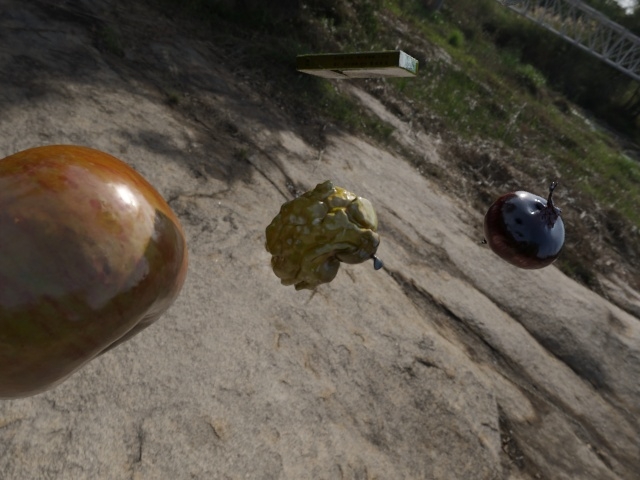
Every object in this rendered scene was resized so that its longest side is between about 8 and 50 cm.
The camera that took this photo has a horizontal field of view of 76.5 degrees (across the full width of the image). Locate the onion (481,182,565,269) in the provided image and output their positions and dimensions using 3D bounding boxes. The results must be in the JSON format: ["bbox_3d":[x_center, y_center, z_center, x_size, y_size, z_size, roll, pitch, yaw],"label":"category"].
[{"bbox_3d":[0.671,-0.046,1.291,0.273,0.285,0.273,10,60,-18],"label":"onion"}]

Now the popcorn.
[{"bbox_3d":[-0.001,-0.016,0.664,0.140,0.194,0.163,31,44,-39],"label":"popcorn"}]

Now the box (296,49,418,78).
[{"bbox_3d":[0.068,-0.318,0.740,0.193,0.030,0.121,9,17,26],"label":"box"}]

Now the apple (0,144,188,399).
[{"bbox_3d":[-0.417,0.034,0.630,0.333,0.400,0.400,52,38,1],"label":"apple"}]

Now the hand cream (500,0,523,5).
[{"bbox_3d":[0.206,-0.345,0.347,0.079,0.255,0.048,-34,55,-19],"label":"hand cream"}]
